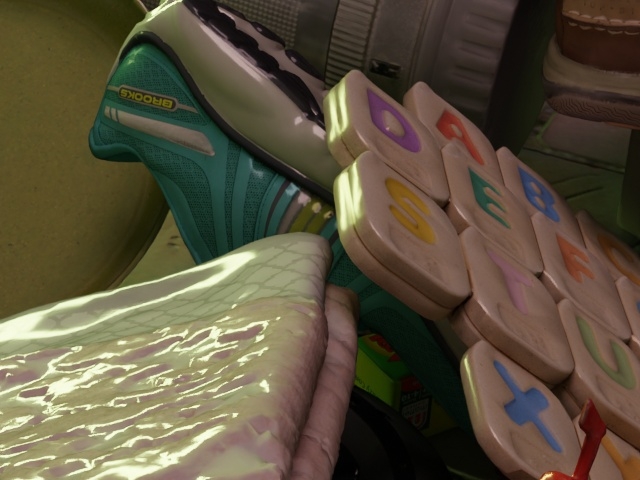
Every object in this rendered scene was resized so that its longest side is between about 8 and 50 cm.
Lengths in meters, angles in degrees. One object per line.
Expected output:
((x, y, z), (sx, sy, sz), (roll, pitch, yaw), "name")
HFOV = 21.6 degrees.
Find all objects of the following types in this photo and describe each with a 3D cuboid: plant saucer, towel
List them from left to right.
((-0.152, 0.084, 0.555), (0.331, 0.053, 0.317), (-16, 9, 8), "towel")
((-0.185, -0.046, 0.871), (0.241, 0.037, 0.241), (-2, 70, 5), "plant saucer")

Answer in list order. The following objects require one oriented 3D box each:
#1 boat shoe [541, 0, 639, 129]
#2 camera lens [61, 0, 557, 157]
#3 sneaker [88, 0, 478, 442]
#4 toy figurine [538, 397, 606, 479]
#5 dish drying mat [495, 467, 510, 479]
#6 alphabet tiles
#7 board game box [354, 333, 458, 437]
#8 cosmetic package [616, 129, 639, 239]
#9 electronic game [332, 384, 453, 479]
((0.201, -0.170, 0.899), (0.123, 0.116, 0.324), (6, 30, 17), "boat shoe")
((0.000, -0.165, 0.957), (0.274, 0.219, 0.219), (20, 35, 15), "camera lens")
((0.000, 0.000, 0.780), (0.275, 0.110, 0.107), (44, 18, 21), "sneaker")
((0.016, 0.225, 0.433), (0.362, 0.191, 0.217), (-21, 45, -33), "toy figurine")
((0.115, 0.095, 0.808), (0.032, 0.008, 0.083), (20, 34, 23), "dish drying mat")
((0.115, 0.040, 0.726), (0.284, 0.021, 0.278), (35, 24, -23), "alphabet tiles")
((0.024, 0.030, 0.868), (0.092, 0.043, 0.181), (-16, 37, -28), "board game box")
((0.322, -0.015, 0.895), (0.153, 0.129, 0.296), (-23, 40, -34), "cosmetic package")
((-0.054, 0.119, 0.711), (0.229, 0.048, 0.229), (2, 33, -1), "electronic game")
